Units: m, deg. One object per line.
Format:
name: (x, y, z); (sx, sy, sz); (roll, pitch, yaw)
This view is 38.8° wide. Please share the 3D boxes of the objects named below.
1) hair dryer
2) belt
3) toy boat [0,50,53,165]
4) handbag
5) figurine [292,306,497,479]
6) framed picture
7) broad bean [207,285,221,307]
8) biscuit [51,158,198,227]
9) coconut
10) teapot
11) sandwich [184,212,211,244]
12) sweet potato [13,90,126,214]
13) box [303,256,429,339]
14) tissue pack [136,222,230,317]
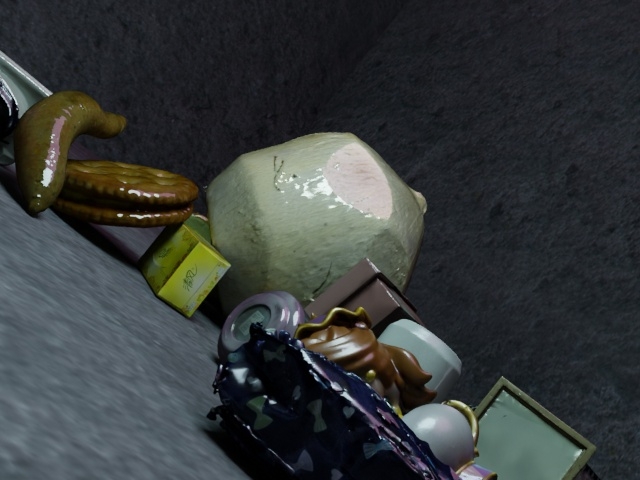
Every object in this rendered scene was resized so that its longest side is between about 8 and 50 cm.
hair dryer: (0.079, 0.225, 1.173); (0.107, 0.173, 0.357); (38, -15, 12)
belt: (0.249, 0.344, 1.177); (0.207, 0.160, 0.295); (13, -25, 44)
toy boat: (-0.498, -0.218, 1.237); (0.269, 0.141, 0.141); (37, -1, -34)
handbag: (0.022, 0.178, 0.765); (0.260, 0.113, 0.162); (38, 3, 19)
figurine: (0.052, 0.179, 0.925); (0.189, 0.142, 0.263); (-22, 56, -41)
framed picture: (0.205, 0.275, 1.053); (0.136, 0.201, 0.010); (37, -15, 21)
broad bean: (-0.145, 0.107, 1.644); (0.174, 0.082, 0.124); (28, -3, 8)
biscuit: (-0.289, -0.070, 1.327); (0.220, 0.066, 0.220); (11, 12, -2)
coconut: (0.000, 0.000, 1.473); (0.346, 0.360, 0.346); (171, -90, -84)
teapot: (-0.037, 0.146, 1.095); (0.148, 0.116, 0.146); (29, -18, 51)
sandwich: (-0.211, 0.032, 1.773); (0.187, 0.117, 0.144); (37, -4, -14)
sweet potato: (-0.348, -0.144, 1.229); (0.346, 0.079, 0.108); (-71, 146, -64)
box: (0.037, 0.148, 1.276); (0.086, 0.215, 0.215); (52, 4, 28)
tissue pack: (-0.200, 0.034, 1.300); (0.062, 0.095, 0.176); (40, -2, -23)
